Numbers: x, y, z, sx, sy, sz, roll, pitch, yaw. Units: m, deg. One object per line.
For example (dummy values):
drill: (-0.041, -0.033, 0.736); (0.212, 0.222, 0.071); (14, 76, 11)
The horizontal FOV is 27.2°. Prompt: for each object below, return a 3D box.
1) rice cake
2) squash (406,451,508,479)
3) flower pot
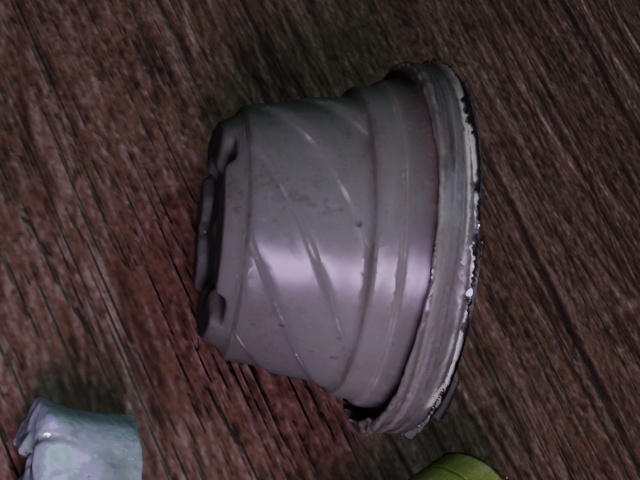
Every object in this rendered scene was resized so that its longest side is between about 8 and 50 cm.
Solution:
rice cake: (-0.119, 0.232, 0.621); (0.066, 0.063, 0.336); (13, 53, -27)
squash: (0.014, 0.194, 0.755); (0.224, 0.094, 0.094); (-14, 72, -35)
flower pot: (0.000, 0.000, 0.792); (0.140, 0.235, 0.235); (4, 57, -10)
